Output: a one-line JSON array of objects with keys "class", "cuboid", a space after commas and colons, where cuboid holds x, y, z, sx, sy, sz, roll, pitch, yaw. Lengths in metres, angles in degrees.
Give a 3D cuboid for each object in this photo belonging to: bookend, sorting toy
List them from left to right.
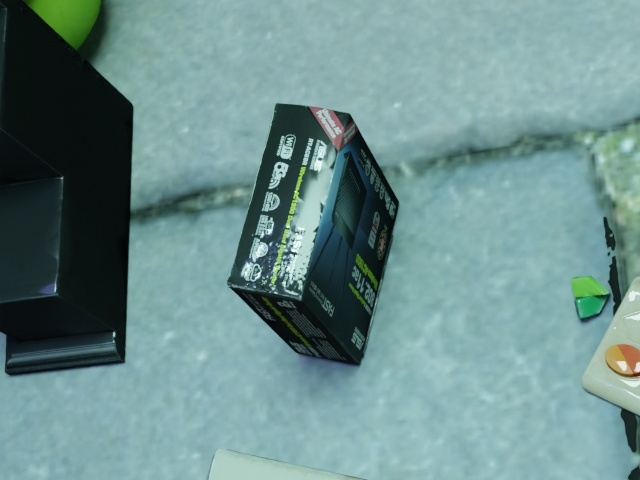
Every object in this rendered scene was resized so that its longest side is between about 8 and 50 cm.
[{"class": "bookend", "cuboid": [-0.164, -0.027, 0.769, 0.072, 0.156, 0.157, -8, 69, 17]}, {"class": "sorting toy", "cuboid": [0.150, 0.048, 0.706, 0.083, 0.012, 0.062, 25, 81, 26]}]

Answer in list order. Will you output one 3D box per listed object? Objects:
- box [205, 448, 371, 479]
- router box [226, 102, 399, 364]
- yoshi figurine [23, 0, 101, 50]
[{"class": "box", "cuboid": [0.101, 0.183, 0.600, 0.311, 0.148, 0.121, 9, 73, 21]}, {"class": "router box", "cuboid": [0.000, 0.000, 0.717, 0.038, 0.122, 0.092, 10, 74, 18]}, {"class": "yoshi figurine", "cuboid": [-0.259, -0.191, 0.872, 0.362, 0.203, 0.204, 29, 108, 38]}]
